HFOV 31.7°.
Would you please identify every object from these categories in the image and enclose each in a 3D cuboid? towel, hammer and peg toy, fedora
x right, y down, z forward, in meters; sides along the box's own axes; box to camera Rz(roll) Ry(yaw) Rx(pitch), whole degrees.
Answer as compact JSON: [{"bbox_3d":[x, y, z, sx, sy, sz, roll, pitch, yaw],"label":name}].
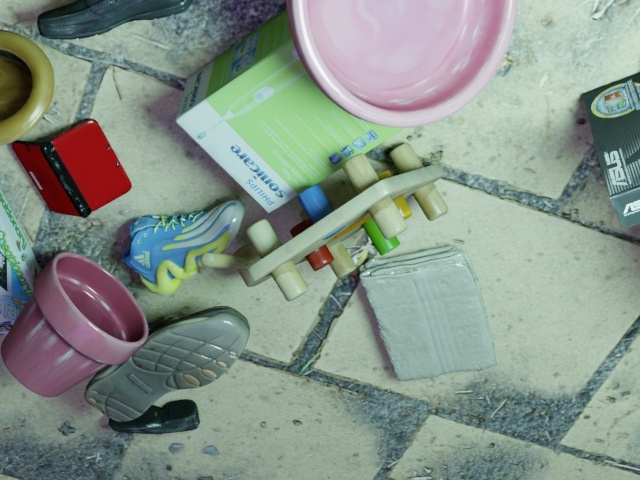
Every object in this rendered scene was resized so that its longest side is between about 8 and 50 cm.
[{"bbox_3d":[0.185,0.127,1.912,0.187,0.049,0.282,-10,129,12],"label":"towel"},{"bbox_3d":[0.000,0.000,1.677,0.361,0.266,0.127,-33,85,25],"label":"hammer and peg toy"},{"bbox_3d":[-0.468,-0.208,1.620,0.194,0.194,0.079,-4,166,5],"label":"fedora"}]

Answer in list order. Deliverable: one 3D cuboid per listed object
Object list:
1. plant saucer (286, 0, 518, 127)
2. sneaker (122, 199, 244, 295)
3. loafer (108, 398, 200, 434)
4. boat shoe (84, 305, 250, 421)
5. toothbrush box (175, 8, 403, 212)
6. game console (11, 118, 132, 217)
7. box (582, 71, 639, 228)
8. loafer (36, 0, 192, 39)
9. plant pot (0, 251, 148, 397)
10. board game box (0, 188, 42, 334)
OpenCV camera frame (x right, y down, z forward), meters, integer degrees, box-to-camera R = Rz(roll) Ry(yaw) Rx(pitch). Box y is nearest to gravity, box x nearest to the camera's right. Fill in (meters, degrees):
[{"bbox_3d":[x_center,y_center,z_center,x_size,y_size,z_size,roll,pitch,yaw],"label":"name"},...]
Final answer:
[{"bbox_3d":[0.098,-0.313,1.444,0.332,0.084,0.332,-7,105,-27],"label":"plant saucer"},{"bbox_3d":[-0.230,-0.004,1.792,0.126,0.091,0.240,34,124,-22],"label":"sneaker"},{"bbox_3d":[-0.307,0.340,2.097,0.170,0.062,0.061,-4,134,7],"label":"loafer"},{"bbox_3d":[-0.263,0.184,1.924,0.355,0.130,0.132,-27,120,29],"label":"boat shoe"},{"bbox_3d":[-0.029,-0.202,1.602,0.283,0.122,0.206,-32,121,24],"label":"toothbrush box"},{"bbox_3d":[-0.387,-0.115,1.757,0.124,0.085,0.144,9,137,37],"label":"game console"},{"bbox_3d":[0.482,-0.149,1.528,0.216,0.270,0.060,-19,124,18],"label":"box"},{"bbox_3d":[-0.285,-0.332,1.540,0.223,0.076,0.078,-13,122,7],"label":"loafer"},{"bbox_3d":[-0.412,0.149,1.830,0.180,0.201,0.201,-43,117,15],"label":"plant pot"},{"bbox_3d":[-0.575,0.034,1.860,0.193,0.053,0.305,-9,129,8],"label":"board game box"}]
